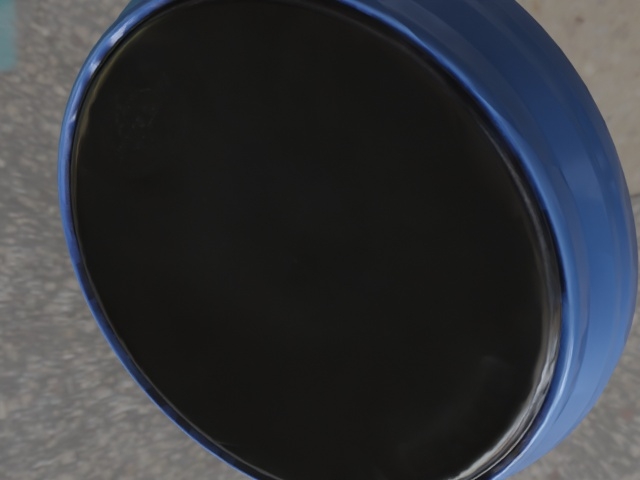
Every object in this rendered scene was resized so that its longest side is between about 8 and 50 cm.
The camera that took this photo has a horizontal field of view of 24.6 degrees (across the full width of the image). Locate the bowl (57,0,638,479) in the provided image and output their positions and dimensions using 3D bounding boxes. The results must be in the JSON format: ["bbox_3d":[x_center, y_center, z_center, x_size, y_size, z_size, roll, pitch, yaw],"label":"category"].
[{"bbox_3d":[0.000,0.000,0.917,0.391,0.077,0.391,15,122,25],"label":"bowl"}]
